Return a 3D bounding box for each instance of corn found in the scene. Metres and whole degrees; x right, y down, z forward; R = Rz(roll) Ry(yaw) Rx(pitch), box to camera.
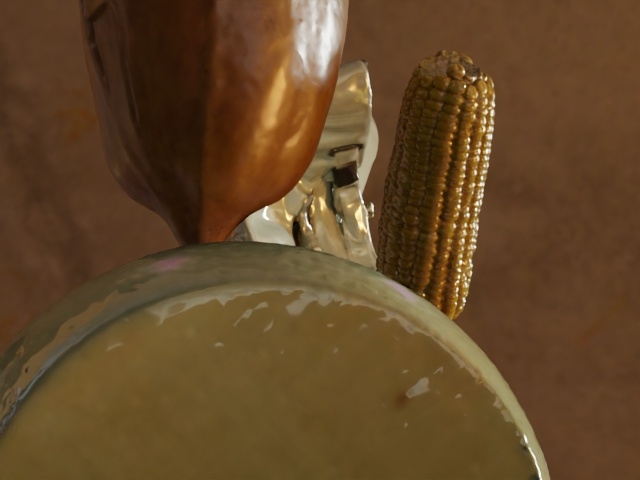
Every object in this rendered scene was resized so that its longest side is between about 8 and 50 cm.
[{"bbox_3d":[0.086,-0.033,1.488,0.080,0.080,0.238,13,-60,14],"label":"corn"}]

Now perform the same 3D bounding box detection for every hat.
[{"bbox_3d":[0.006,-0.002,1.781,0.168,0.301,0.258,-16,-99,3],"label":"hat"}]

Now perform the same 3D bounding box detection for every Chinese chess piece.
[{"bbox_3d":[-0.044,0.174,1.071,0.349,0.349,0.146,39,-5,-11],"label":"Chinese chess piece"}]

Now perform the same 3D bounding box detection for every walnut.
[{"bbox_3d":[-0.080,-0.145,1.437,0.209,0.336,0.209,0,-7,0],"label":"walnut"}]
